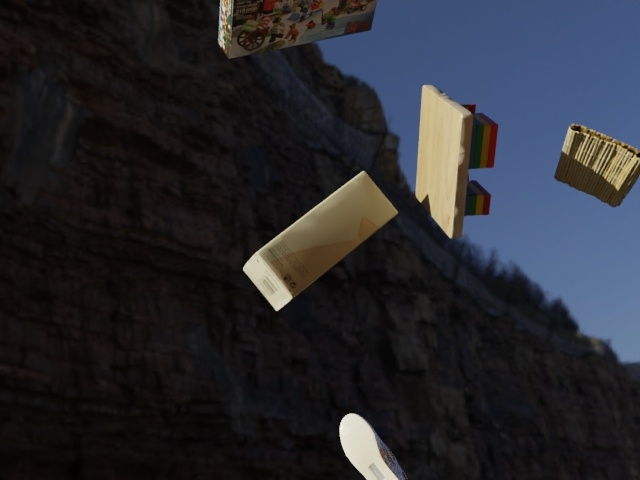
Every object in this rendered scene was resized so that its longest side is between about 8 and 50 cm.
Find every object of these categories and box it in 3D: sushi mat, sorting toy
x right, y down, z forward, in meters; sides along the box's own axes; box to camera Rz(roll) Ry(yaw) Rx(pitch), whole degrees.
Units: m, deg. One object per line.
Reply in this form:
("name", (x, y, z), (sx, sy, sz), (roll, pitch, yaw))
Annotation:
("sushi mat", (0.538, -0.140, 1.607), (0.151, 0.019, 0.316), (27, -7, 15))
("sorting toy", (0.283, -0.172, 1.728), (0.089, 0.255, 0.257), (-4, -66, -10))

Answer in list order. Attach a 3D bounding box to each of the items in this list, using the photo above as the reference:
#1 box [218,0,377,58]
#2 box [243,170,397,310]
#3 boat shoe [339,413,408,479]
("box", (-0.025, -0.348, 1.146), (0.233, 0.044, 0.159), (-17, -34, -22))
("box", (0.000, 0.000, 1.757), (0.311, 0.121, 0.148), (-38, -3, -22))
("boat shoe", (0.102, 0.385, 1.450), (0.066, 0.184, 0.063), (-45, -24, 6))
